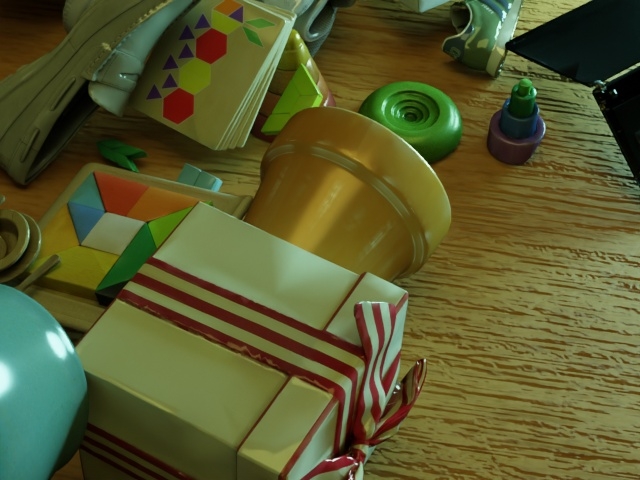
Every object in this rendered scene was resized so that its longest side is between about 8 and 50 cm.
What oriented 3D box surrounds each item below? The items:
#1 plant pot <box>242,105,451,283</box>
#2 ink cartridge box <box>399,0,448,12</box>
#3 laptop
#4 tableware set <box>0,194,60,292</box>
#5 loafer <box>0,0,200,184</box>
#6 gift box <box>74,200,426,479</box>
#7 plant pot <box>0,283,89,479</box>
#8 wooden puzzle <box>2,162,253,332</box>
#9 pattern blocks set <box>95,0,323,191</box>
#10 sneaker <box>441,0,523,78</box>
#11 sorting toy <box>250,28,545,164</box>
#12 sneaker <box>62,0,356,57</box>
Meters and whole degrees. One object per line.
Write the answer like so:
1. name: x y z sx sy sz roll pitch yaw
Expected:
1. plant pot: 0.000 0.000 1.455 0.205 0.205 0.188 26 60 18
2. ink cartridge box: 0.120 -0.439 1.833 0.223 0.129 0.307 -26 44 -22
3. laptop: 0.395 -0.179 1.712 0.234 0.136 0.264 -28 92 -23
4. tableware set: -0.374 0.037 1.457 0.194 0.039 0.128 -43 57 -9
5. loafer: -0.246 -0.189 1.595 0.319 0.112 0.111 -39 80 12
6. gift box: -0.064 0.144 1.286 0.258 0.276 0.255 25 58 15
7. plant pot: -0.328 0.153 1.127 0.272 0.271 0.255 28 28 19
8. wooden puzzle: -0.218 0.004 1.495 0.239 0.044 0.221 10 48 27
9. pattern blocks set: -0.123 -0.204 1.621 0.285 0.026 0.325 37 92 22
10. sneaker: 0.208 -0.290 1.790 0.086 0.064 0.192 18 54 5
11. sorting toy: 0.083 -0.177 1.651 0.366 0.126 0.127 9 50 6
12. sneaker: -0.120 -0.298 1.729 0.366 0.137 0.210 -30 67 -11
